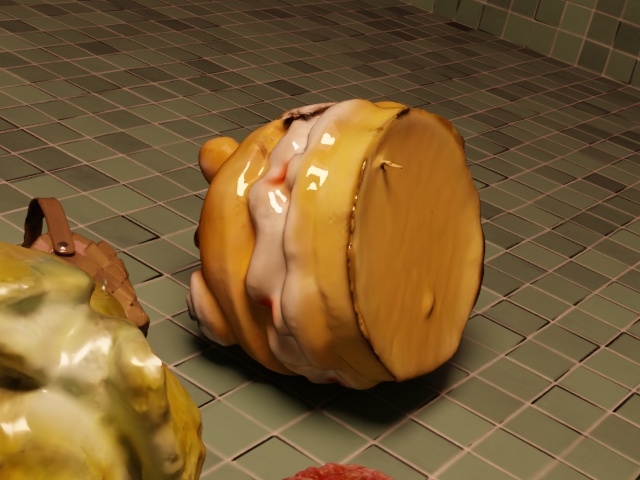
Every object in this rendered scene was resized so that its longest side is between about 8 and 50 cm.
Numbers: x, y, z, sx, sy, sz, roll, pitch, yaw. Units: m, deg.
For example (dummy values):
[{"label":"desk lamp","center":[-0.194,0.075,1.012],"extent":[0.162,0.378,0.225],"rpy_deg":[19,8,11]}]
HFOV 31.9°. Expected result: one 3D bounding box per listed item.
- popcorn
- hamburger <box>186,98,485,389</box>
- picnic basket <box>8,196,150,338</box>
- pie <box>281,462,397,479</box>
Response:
[{"label":"popcorn","center":[-0.212,0.112,0.708],"extent":[0.225,0.276,0.276],"rpy_deg":[-34,42,-13]},{"label":"hamburger","center":[0.000,0.000,1.028],"extent":[0.236,0.276,0.276],"rpy_deg":[3,16,32]},{"label":"picnic basket","center":[-0.234,0.043,0.954],"extent":[0.137,0.128,0.178],"rpy_deg":[2,44,-31]},{"label":"pie","center":[0.025,0.219,0.825],"extent":[0.154,0.036,0.154],"rpy_deg":[11,26,-5]}]
